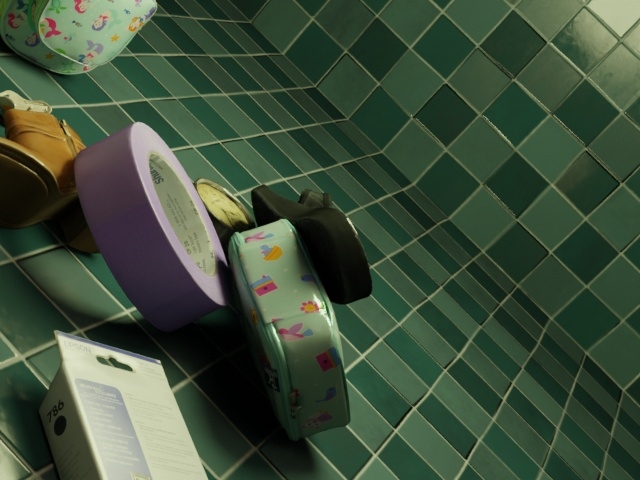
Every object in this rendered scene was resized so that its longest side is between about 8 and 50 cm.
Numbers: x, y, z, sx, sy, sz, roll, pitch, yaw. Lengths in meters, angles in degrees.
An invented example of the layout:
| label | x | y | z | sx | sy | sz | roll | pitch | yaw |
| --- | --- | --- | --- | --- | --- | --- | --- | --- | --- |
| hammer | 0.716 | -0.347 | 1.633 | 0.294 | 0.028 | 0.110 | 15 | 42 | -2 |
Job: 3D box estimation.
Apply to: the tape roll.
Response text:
| label | x | y | z | sx | sy | sz | roll | pitch | yaw |
| --- | --- | --- | --- | --- | --- | --- | --- | --- | --- |
| tape roll | -0.222 | -0.018 | 1.581 | 0.275 | 0.090 | 0.275 | 62 | 9 | -17 |

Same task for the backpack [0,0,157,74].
| label | x | y | z | sx | sy | sz | roll | pitch | yaw |
| --- | --- | --- | --- | --- | --- | --- | --- | --- | --- |
| backpack | -0.409 | -0.397 | 1.927 | 0.225 | 0.253 | 0.191 | 27 | 28 | -46 |

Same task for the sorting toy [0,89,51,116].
| label | x | y | z | sx | sy | sz | roll | pitch | yaw |
| --- | --- | --- | --- | --- | --- | --- | --- | --- | --- |
| sorting toy | -0.458 | -0.203 | 1.740 | 0.075 | 0.045 | 0.083 | 42 | 18 | 20 |

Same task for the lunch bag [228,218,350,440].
| label | x | y | z | sx | sy | sz | roll | pitch | yaw |
| --- | --- | --- | --- | --- | --- | --- | --- | --- | --- |
| lunch bag | -0.046 | 0.130 | 1.613 | 0.279 | 0.107 | 0.224 | -113 | -166 | -45 |

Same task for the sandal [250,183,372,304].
| label | x | y | z | sx | sy | sz | roll | pitch | yaw |
| --- | --- | --- | --- | --- | --- | --- | --- | --- | --- |
| sandal | 0.001 | 0.002 | 1.738 | 0.445 | 0.107 | 0.168 | -154 | -134 | -68 |

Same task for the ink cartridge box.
| label | x | y | z | sx | sy | sz | roll | pitch | yaw |
| --- | --- | --- | --- | --- | --- | --- | --- | --- | --- |
| ink cartridge box | -0.197 | 0.251 | 1.249 | 0.165 | 0.065 | 0.333 | 24 | 28 | -43 |

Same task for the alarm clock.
| label | x | y | z | sx | sy | sz | roll | pitch | yaw |
| --- | --- | --- | --- | --- | --- | --- | --- | --- | --- |
| alarm clock | -0.158 | -0.024 | 1.912 | 0.192 | 0.064 | 0.129 | 43 | 19 | 7 |

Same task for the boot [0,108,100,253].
| label | x | y | z | sx | sy | sz | roll | pitch | yaw |
| --- | --- | --- | --- | --- | --- | --- | --- | --- | --- |
| boot | -0.390 | -0.117 | 1.570 | 0.283 | 0.109 | 0.220 | 27 | 27 | -46 |
